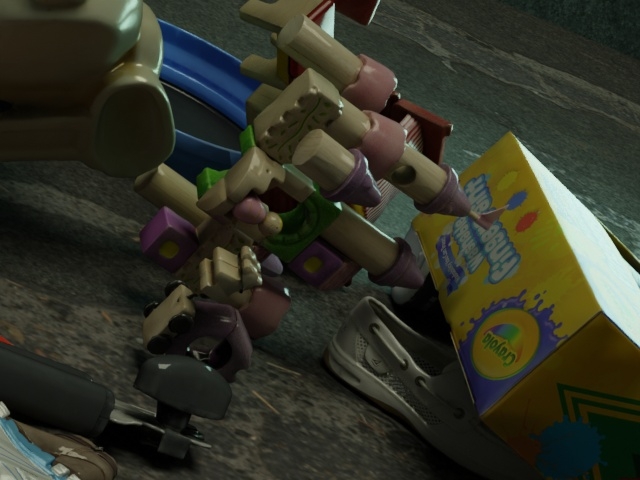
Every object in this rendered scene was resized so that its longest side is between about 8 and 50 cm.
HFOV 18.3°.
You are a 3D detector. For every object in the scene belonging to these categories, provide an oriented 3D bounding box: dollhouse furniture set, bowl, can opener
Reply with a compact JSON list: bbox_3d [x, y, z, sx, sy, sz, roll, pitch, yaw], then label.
[{"bbox_3d":[0.033,-0.150,2.183,0.152,0.374,0.201,32,59,20],"label":"dollhouse furniture set"},{"bbox_3d":[-0.193,-0.172,2.420,0.391,0.077,0.391,25,20,-10],"label":"bowl"},{"bbox_3d":[-0.198,0.110,1.660,0.283,0.095,0.076,26,-1,-37],"label":"can opener"}]

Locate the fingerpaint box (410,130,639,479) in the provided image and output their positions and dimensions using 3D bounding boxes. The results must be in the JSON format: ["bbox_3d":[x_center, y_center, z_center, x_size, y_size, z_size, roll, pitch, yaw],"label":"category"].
[{"bbox_3d":[0.299,0.132,2.026,0.371,0.163,0.445,42,14,-20],"label":"fingerpaint box"}]

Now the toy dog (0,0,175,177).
[{"bbox_3d":[-0.317,-0.306,1.964,0.285,0.395,0.408,-8,59,-9],"label":"toy dog"}]

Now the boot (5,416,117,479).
[{"bbox_3d":[-0.221,0.168,1.597,0.118,0.042,0.087,35,14,15],"label":"boot"}]

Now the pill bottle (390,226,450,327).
[{"bbox_3d":[0.216,0.058,2.311,0.246,0.130,0.130,22,20,-15],"label":"pill bottle"}]

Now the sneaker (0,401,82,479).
[{"bbox_3d":[-0.258,0.169,1.495,0.191,0.071,0.083,35,26,19],"label":"sneaker"}]

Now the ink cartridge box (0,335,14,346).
[{"bbox_3d":[-0.383,0.036,1.682,0.189,0.066,0.232,37,25,24],"label":"ink cartridge box"}]

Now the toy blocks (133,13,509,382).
[{"bbox_3d":[0.000,0.000,1.956,0.260,0.288,0.309,37,22,-27],"label":"toy blocks"}]

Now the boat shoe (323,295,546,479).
[{"bbox_3d":[0.136,0.153,2.016,0.277,0.096,0.098,32,20,10],"label":"boat shoe"}]
